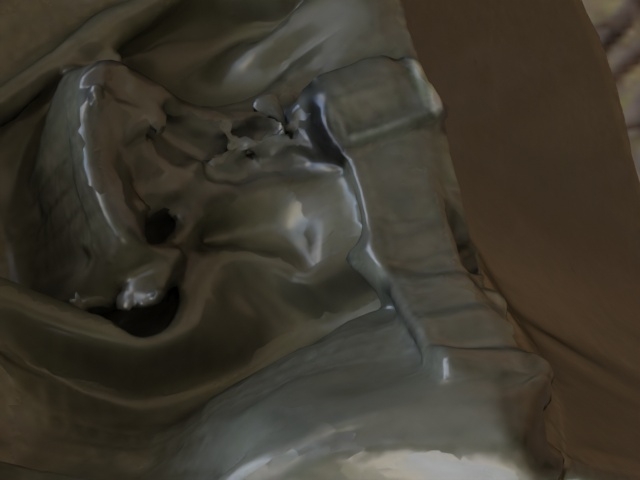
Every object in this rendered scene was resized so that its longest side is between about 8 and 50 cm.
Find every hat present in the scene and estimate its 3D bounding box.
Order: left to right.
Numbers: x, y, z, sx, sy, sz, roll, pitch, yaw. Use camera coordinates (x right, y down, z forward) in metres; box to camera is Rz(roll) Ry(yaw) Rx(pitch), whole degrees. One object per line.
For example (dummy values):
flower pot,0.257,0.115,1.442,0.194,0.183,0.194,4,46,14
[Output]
hat,0.000,0.000,0.457,0.244,0.149,0.214,45,-158,-56
